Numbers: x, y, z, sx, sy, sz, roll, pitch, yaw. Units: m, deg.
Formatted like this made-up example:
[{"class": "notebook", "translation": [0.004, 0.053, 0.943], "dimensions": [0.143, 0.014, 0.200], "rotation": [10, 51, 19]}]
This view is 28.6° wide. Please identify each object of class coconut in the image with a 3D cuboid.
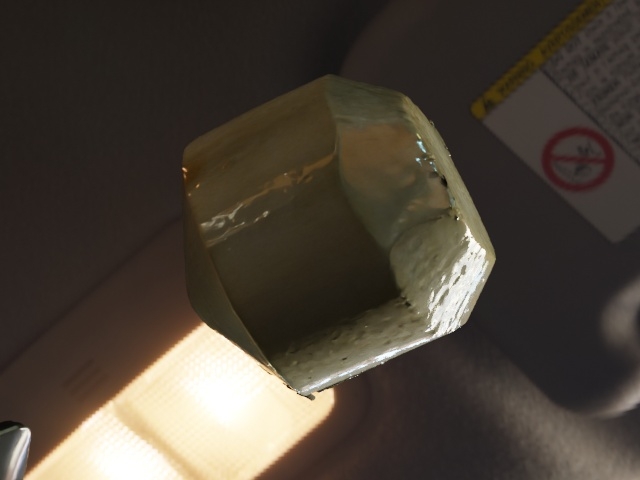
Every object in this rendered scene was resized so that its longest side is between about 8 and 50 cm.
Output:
[{"class": "coconut", "translation": [0.000, 0.000, 1.234], "dimensions": [0.323, 0.323, 0.323], "rotation": [-1, -51, -1]}]

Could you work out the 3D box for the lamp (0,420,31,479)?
[{"class": "lamp", "translation": [-0.213, 0.239, 0.846], "dimensions": [0.203, 0.283, 0.124], "rotation": [-15, -62, -47]}]
